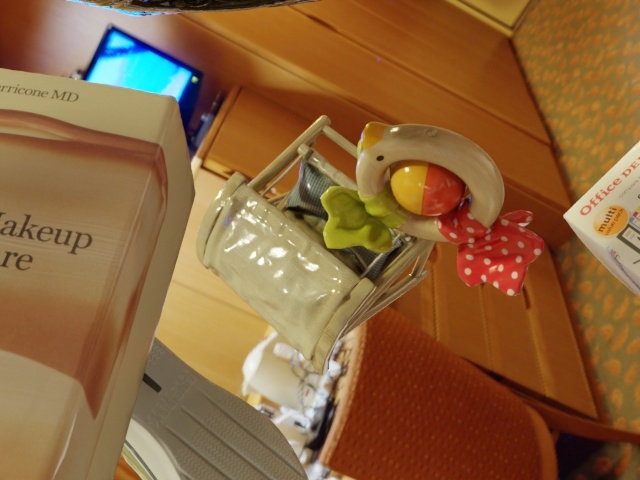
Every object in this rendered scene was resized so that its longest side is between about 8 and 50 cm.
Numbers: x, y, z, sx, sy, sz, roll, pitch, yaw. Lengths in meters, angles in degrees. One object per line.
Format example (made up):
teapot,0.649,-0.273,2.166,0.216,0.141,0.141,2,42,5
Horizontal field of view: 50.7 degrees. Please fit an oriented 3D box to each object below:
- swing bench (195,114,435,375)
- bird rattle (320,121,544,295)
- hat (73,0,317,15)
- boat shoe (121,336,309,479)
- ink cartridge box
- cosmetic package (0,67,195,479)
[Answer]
swing bench,0.000,0.000,0.946,0.255,0.253,0.165,-38,-24,-32
bird rattle,0.124,-0.039,0.754,0.143,0.254,0.207,-56,-23,-26
hat,-0.078,-0.286,0.593,0.331,0.331,0.133,-119,23,-77
boat shoe,-0.127,0.179,0.622,0.109,0.302,0.094,-44,-1,-36
ink cartridge box,0.458,0.007,0.822,0.171,0.168,0.232,-45,37,9
cosmetic package,-0.193,0.041,0.450,0.129,0.153,0.296,97,180,-58
